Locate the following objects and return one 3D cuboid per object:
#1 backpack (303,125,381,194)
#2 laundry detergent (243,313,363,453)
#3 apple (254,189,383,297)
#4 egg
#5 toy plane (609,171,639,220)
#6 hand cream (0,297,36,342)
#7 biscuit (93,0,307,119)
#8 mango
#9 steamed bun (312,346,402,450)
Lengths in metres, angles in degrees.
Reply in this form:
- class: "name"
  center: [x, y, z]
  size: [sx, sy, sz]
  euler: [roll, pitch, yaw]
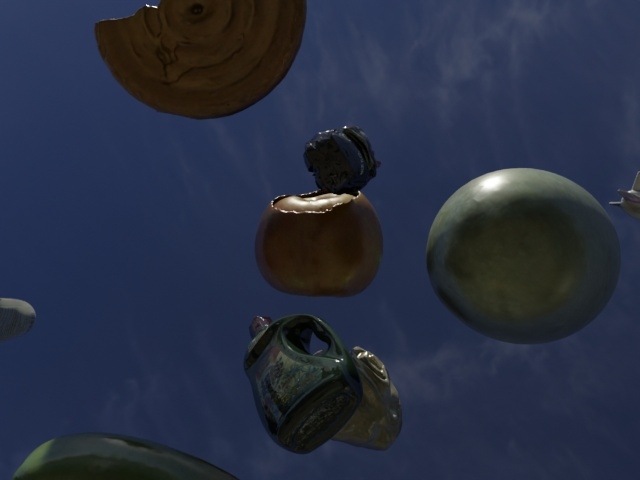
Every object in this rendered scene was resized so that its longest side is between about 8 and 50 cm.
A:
- class: "backpack"
  center: [0.037, -0.134, 1.307]
  size: [0.106, 0.165, 0.120]
  euler: [-33, -86, 13]
- class: "laundry detergent"
  center: [-0.035, 0.158, 1.013]
  size: [0.144, 0.078, 0.221]
  euler: [-46, -143, 10]
- class: "apple"
  center: [0.000, 0.000, 1.437]
  size: [0.237, 0.237, 0.207]
  euler: [1, -92, 15]
- class: "egg"
  center: [0.298, 0.025, 1.145]
  size: [0.259, 0.352, 0.258]
  euler: [-9, -107, 32]
- class: "toy plane"
  center: [0.356, -0.013, 0.722]
  size: [0.171, 0.162, 0.065]
  euler: [27, -89, 16]
- class: "hand cream"
  center: [-0.420, 0.107, 1.028]
  size: [0.050, 0.234, 0.080]
  euler: [28, -96, -5]
- class: "biscuit"
  center: [-0.116, -0.199, 0.808]
  size: [0.224, 0.033, 0.144]
  euler: [-16, -87, 4]
- class: "mango"
  center: [-0.096, 0.184, 0.476]
  size: [0.195, 0.091, 0.130]
  euler: [31, -54, -10]
- class: "steamed bun"
  center: [0.063, 0.269, 1.426]
  size: [0.144, 0.218, 0.211]
  euler: [-55, -149, 9]
